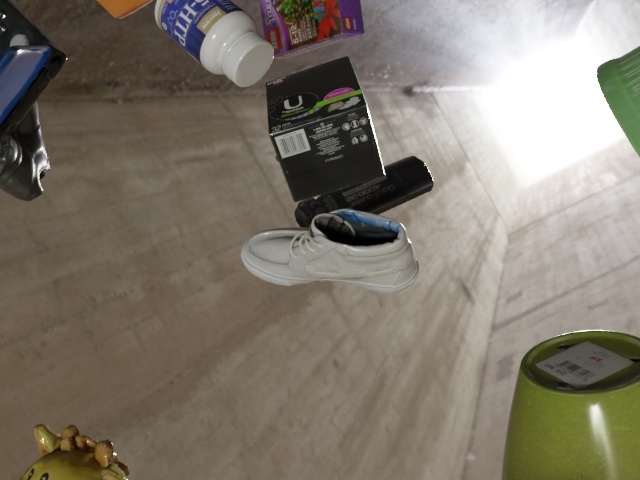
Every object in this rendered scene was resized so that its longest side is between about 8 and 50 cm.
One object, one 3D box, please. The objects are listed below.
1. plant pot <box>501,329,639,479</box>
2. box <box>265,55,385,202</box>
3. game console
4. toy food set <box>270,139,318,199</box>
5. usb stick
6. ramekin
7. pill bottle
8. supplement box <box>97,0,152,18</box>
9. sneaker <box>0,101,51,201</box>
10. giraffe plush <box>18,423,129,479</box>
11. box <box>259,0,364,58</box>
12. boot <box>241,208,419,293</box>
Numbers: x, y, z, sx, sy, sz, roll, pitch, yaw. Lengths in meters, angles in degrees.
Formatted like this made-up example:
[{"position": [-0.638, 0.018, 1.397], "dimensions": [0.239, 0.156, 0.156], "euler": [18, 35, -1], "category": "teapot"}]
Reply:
[{"position": [0.311, 0.259, 0.750], "dimensions": [0.275, 0.293, 0.275], "euler": [-14, -164, 4], "category": "plant pot"}, {"position": [0.001, -0.074, 0.446], "dimensions": [0.062, 0.052, 0.083], "euler": [-16, -146, 5], "category": "box"}, {"position": [-0.462, -0.156, 0.817], "dimensions": [0.293, 0.250, 0.173], "euler": [-49, 164, 8], "category": "game console"}, {"position": [-0.027, -0.119, 0.952], "dimensions": [0.078, 0.122, 0.019], "euler": [-42, 163, 1], "category": "toy food set"}, {"position": [0.081, -0.075, 1.173], "dimensions": [0.278, 0.077, 0.045], "euler": [-25, 166, -31], "category": "usb stick"}, {"position": [0.555, -0.175, 1.003], "dimensions": [0.148, 0.303, 0.303], "euler": [-36, 177, 34], "category": "ramekin"}, {"position": [-0.168, -0.335, 1.112], "dimensions": [0.112, 0.187, 0.112], "euler": [-41, 161, -18], "category": "pill bottle"}, {"position": [-0.230, -0.311, 0.600], "dimensions": [0.080, 0.233, 0.078], "euler": [-3, -126, 49], "category": "supplement box"}, {"position": [-0.597, -0.185, 1.367], "dimensions": [0.109, 0.130, 0.286], "euler": [-25, -134, 15], "category": "sneaker"}, {"position": [-0.196, 0.243, 0.537], "dimensions": [0.182, 0.170, 0.210], "euler": [3, -164, 11], "category": "giraffe plush"}, {"position": [-0.032, -0.477, 1.183], "dimensions": [0.057, 0.293, 0.201], "euler": [-13, -172, -41], "category": "box"}, {"position": [0.000, 0.000, 0.928], "dimensions": [0.258, 0.095, 0.123], "euler": [4, 148, 18], "category": "boot"}]
